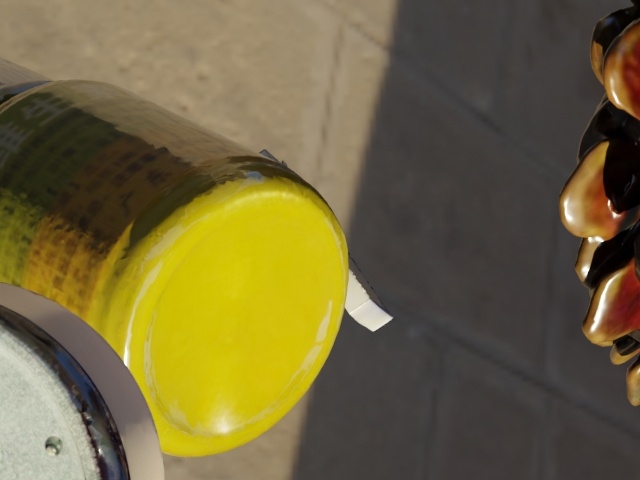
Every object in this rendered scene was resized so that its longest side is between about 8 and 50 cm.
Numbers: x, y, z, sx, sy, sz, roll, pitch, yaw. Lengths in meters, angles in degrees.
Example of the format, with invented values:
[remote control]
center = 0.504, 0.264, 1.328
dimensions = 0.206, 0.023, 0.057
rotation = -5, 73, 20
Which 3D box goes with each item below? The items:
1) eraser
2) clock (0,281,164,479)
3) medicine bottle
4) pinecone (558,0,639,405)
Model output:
[eraser]
center = 0.000, 0.000, 1.536
dimensions = 0.150, 0.023, 0.104
rotation = 55, 5, 15
[clock]
center = -0.137, 0.091, 0.690
dimensions = 0.063, 0.155, 0.229
rotation = -8, 78, -82
[medicine bottle]
center = -0.178, -0.006, 1.475
dimensions = 0.224, 0.384, 0.224
rotation = -21, 122, -37
[pinecone]
center = 0.344, -0.064, 1.275
dimensions = 0.397, 0.397, 0.398
rotation = 3, 87, -57
